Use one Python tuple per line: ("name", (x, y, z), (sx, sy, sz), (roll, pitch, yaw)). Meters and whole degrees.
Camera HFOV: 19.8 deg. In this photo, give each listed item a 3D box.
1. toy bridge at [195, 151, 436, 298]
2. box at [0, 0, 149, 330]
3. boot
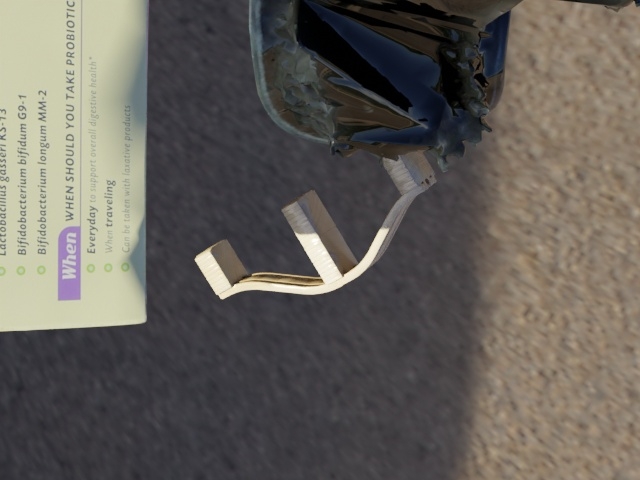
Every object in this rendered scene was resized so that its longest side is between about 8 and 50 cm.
("toy bridge", (0.000, 0.000, 1.175), (0.063, 0.188, 0.026), (58, 36, -4))
("box", (-0.221, -0.062, 0.947), (0.243, 0.117, 0.213), (-2, 95, -29))
("boot", (0.033, -0.155, 0.367), (0.094, 0.207, 0.246), (0, 149, -21))
